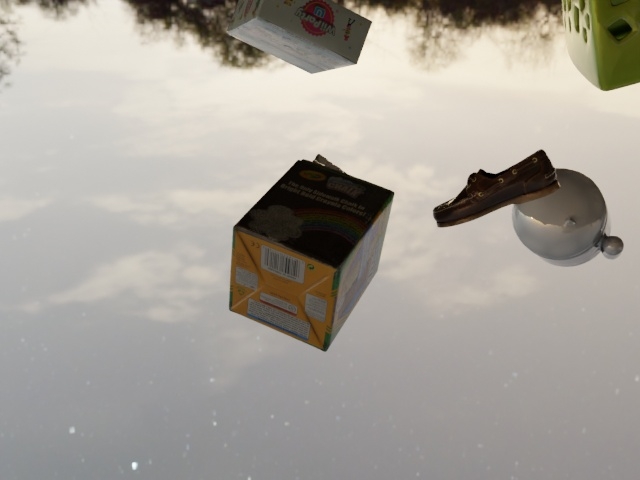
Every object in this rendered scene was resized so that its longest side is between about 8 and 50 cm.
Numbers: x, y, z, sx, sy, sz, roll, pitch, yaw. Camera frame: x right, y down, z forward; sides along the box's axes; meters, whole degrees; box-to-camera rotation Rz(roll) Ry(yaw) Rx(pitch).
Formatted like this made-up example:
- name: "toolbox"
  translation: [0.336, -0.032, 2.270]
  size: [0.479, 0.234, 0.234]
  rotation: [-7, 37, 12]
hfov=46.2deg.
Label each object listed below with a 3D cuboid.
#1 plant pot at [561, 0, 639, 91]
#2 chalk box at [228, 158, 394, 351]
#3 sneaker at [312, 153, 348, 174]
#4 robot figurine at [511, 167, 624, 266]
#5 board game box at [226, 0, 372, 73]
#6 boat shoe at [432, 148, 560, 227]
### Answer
- name: "plant pot"
  translation: [0.392, -0.321, 0.860]
  size: [0.227, 0.207, 0.228]
  rotation: [-15, -158, 14]
- name: "chalk box"
  translation: [0.000, 0.000, 1.220]
  size: [0.180, 0.179, 0.289]
  rotation: [22, -140, 16]
- name: "sneaker"
  translation: [0.023, -0.101, 1.528]
  size: [0.129, 0.111, 0.297]
  rotation: [25, -159, -1]
- name: "robot figurine"
  translation: [0.548, -0.048, 1.701]
  size: [0.300, 0.199, 0.353]
  rotation: [30, -175, 26]
- name: "board game box"
  translation: [-0.054, -0.447, 1.586]
  size: [0.224, 0.097, 0.303]
  rotation: [21, -177, -21]
- name: "boat shoe"
  translation: [0.270, -0.083, 1.194]
  size: [0.207, 0.073, 0.073]
  rotation: [-22, -164, 23]
